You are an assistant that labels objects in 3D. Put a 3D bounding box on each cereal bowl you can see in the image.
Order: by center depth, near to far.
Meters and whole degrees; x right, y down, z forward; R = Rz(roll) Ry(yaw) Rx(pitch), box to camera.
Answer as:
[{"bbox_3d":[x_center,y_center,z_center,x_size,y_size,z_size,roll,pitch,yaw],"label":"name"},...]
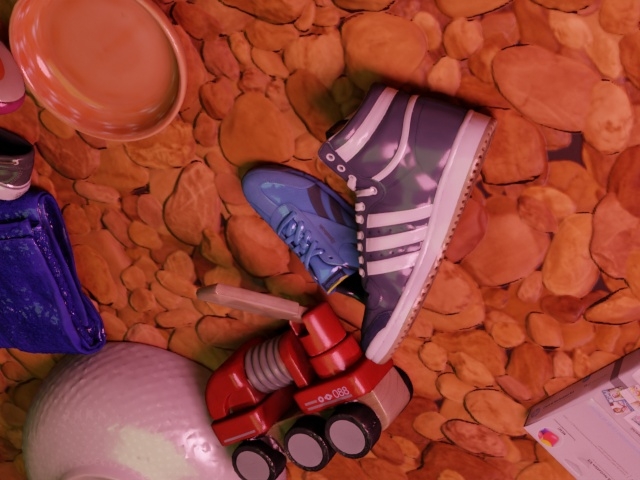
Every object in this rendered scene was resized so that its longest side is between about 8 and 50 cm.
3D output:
[{"bbox_3d":[-0.217,0.294,2.115,0.339,0.141,0.339,12,130,15],"label":"cereal bowl"}]

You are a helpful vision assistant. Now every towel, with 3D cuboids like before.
[{"bbox_3d":[-0.422,0.046,2.057,0.308,0.076,0.227,0,125,25],"label":"towel"}]

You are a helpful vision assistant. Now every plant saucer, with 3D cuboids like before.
[{"bbox_3d":[-0.224,-0.194,1.801,0.200,0.037,0.200,12,129,16],"label":"plant saucer"}]

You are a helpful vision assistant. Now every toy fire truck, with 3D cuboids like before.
[{"bbox_3d":[-0.053,0.135,1.921,0.217,0.158,0.246,-22,102,37],"label":"toy fire truck"}]

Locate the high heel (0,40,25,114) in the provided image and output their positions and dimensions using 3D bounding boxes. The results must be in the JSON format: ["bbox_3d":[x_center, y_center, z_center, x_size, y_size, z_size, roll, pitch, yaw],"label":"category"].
[{"bbox_3d":[-0.481,-0.193,1.869,0.377,0.127,0.181,32,132,13],"label":"high heel"}]

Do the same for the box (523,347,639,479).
[{"bbox_3d":[0.331,0.200,1.852,0.145,0.038,0.186,44,131,-12],"label":"box"}]

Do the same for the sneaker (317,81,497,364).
[{"bbox_3d":[0.056,-0.023,1.737,0.153,0.099,0.282,23,112,5],"label":"sneaker"}]

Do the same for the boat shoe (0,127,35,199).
[{"bbox_3d":[-0.417,-0.125,1.920,0.229,0.080,0.076,29,126,0],"label":"boat shoe"}]

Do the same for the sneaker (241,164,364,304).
[{"bbox_3d":[0.000,0.000,1.821,0.209,0.082,0.069,36,134,-3],"label":"sneaker"}]
